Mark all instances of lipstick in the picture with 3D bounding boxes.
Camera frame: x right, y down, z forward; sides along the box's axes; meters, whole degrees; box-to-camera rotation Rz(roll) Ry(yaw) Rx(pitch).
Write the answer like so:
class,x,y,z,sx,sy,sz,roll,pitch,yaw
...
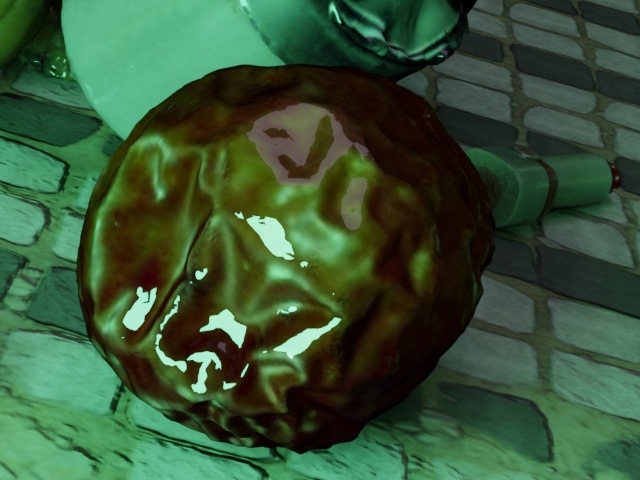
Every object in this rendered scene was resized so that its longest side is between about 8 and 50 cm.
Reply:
class,x,y,z,sx,sy,sz,roll,pitch,yaw
lipstick,0.184,-0.048,1.399,0.063,0.057,0.186,34,26,33

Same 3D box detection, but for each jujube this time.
class,x,y,z,sx,sy,sz,roll,pitch,yaw
jujube,0.000,0.000,1.005,0.216,0.216,0.342,23,9,13

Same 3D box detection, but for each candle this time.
class,x,y,z,sx,sy,sz,roll,pitch,yaw
candle,-0.070,-0.140,1.173,0.187,0.330,0.187,25,53,-38

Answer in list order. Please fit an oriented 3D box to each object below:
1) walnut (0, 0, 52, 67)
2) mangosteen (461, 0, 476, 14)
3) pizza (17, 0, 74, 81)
class,x,y,z,sx,sy,sz,roll,pitch,yaw
walnut,-0.312,-0.267,1.144,0.383,0.384,0.383,15,24,-7
mangosteen,0.004,-0.328,1.422,0.382,0.435,0.382,39,-1,1
pizza,-0.250,-0.197,1.338,0.195,0.185,0.052,-12,17,15
